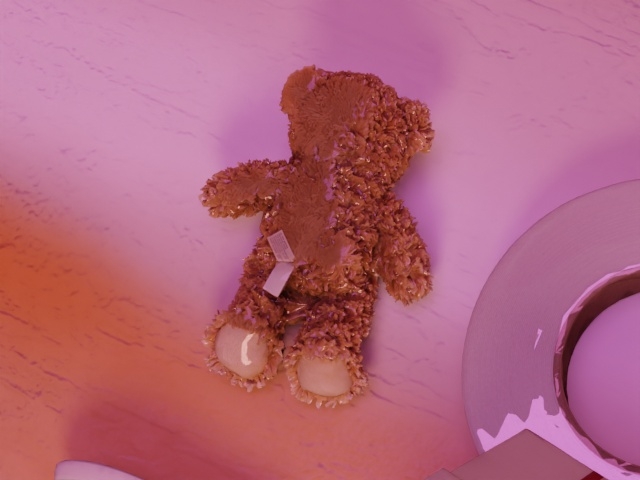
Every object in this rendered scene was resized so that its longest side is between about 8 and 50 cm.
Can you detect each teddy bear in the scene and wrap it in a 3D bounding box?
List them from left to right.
[{"bbox_3d":[0.000,0.000,1.953,0.245,0.113,0.338,-5,78,18],"label":"teddy bear"}]

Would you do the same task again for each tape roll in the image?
[{"bbox_3d":[0.325,0.130,1.844,0.392,0.072,0.392,-4,71,10],"label":"tape roll"}]

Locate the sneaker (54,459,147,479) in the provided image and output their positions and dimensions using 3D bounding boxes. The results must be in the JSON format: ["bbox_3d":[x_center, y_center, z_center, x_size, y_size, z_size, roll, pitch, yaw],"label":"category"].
[{"bbox_3d":[-0.171,0.313,1.875,0.256,0.094,0.151,23,80,20],"label":"sneaker"}]

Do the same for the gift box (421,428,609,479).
[{"bbox_3d":[0.189,0.332,1.657,0.276,0.258,0.255,28,111,24],"label":"gift box"}]
